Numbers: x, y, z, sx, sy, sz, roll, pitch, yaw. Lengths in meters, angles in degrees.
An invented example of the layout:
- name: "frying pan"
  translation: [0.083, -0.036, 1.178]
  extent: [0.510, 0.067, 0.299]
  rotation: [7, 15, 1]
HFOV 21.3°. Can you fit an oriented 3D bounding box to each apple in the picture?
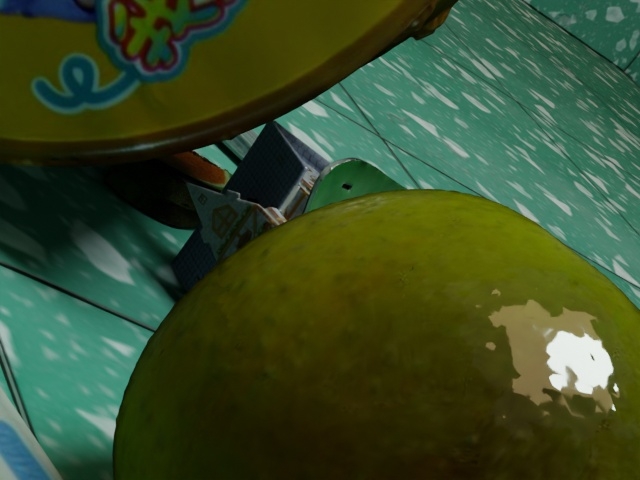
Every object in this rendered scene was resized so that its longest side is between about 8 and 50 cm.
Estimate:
- name: "apple"
  translation: [0.034, 0.073, 0.526]
  extent: [0.196, 0.157, 0.196]
  rotation: [43, -1, 1]

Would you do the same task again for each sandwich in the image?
- name: "sandwich"
  translation: [-0.076, -0.033, 0.858]
  extent: [0.069, 0.026, 0.101]
  rotation: [35, 12, 4]

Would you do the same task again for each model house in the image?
- name: "model house"
  translation: [0.000, 0.000, 0.772]
  extent: [0.167, 0.117, 0.088]
  rotation: [13, 25, -52]

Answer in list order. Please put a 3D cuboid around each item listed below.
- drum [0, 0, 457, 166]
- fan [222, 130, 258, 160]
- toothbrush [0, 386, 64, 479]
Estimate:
- name: "drum"
  translation: [-0.082, -0.248, 0.712]
  extent: [0.431, 0.431, 0.214]
  rotation: [39, 14, 2]
- name: "fan"
  translation: [-0.064, -0.075, 1.014]
  extent: [0.282, 0.023, 0.057]
  rotation: [42, 24, 11]
- name: "toothbrush"
  translation: [-0.046, 0.126, 0.458]
  extent: [0.040, 0.040, 0.386]
  rotation: [20, 20, -50]
